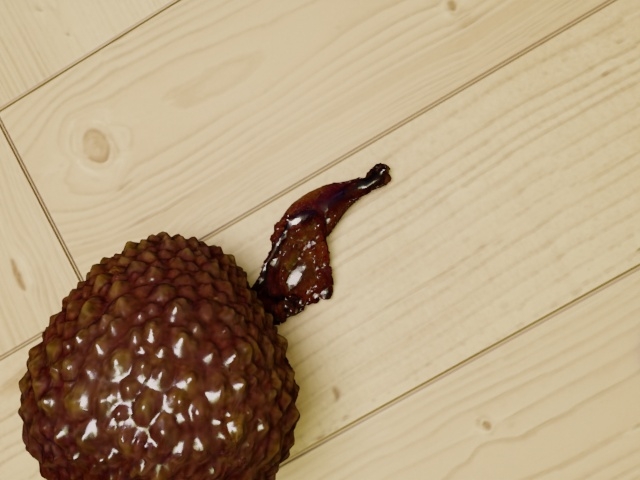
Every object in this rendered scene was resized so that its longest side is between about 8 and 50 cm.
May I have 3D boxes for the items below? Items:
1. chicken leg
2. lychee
[{"bbox_3d":[-0.006,-0.002,0.684,0.093,0.053,0.205,26,98,-16],"label":"chicken leg"},{"bbox_3d":[-0.143,0.115,0.607,0.271,0.271,0.272,0,87,7],"label":"lychee"}]
